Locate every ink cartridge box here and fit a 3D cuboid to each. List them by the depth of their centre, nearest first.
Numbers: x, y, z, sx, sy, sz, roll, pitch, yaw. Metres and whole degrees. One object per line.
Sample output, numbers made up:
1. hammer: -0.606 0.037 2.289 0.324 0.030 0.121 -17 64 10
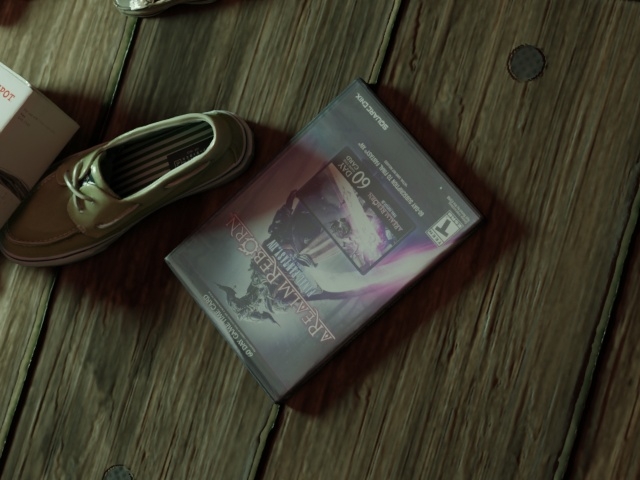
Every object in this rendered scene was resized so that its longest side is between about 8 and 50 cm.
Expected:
1. ink cartridge box: -0.363 -0.087 1.403 0.191 0.082 0.139 -52 45 -4

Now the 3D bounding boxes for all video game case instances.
1. video game case: 0.000 0.000 1.330 0.274 0.026 0.196 -42 71 8

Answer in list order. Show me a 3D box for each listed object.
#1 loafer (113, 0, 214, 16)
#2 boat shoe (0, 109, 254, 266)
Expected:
1. loafer: -0.165 -0.267 1.420 0.125 0.039 0.045 -6 80 18
2. boat shoe: -0.215 -0.063 1.376 0.302 0.094 0.109 -25 74 14
